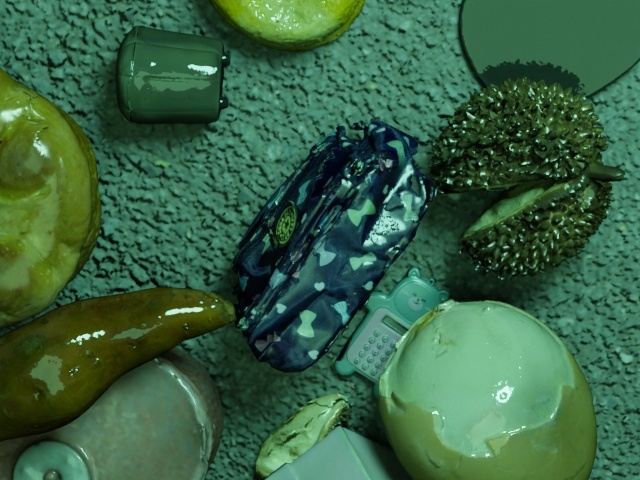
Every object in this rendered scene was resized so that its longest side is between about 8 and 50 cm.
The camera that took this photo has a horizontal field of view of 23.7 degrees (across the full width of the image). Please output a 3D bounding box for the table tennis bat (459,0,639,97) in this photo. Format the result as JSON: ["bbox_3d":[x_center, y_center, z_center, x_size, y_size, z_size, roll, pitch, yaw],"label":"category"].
[{"bbox_3d":[0.273,-0.248,1.468,0.301,0.022,0.173,-35,99,12],"label":"table tennis bat"}]

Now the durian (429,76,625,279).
[{"bbox_3d":[0.201,-0.058,1.441,0.196,0.167,0.196,21,140,18],"label":"durian"}]

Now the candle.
[{"bbox_3d":[-0.270,0.224,1.575,0.287,0.131,0.317,32,94,2],"label":"candle"}]

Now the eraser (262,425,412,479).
[{"bbox_3d":[-0.042,0.309,1.563,0.287,0.130,0.086,-38,57,15],"label":"eraser"}]

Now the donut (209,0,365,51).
[{"bbox_3d":[-0.038,-0.264,1.462,0.178,0.065,0.162,42,103,-6],"label":"donut"}]

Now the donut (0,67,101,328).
[{"bbox_3d":[-0.374,-0.040,1.483,0.317,0.150,0.299,32,97,3],"label":"donut"}]

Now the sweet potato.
[{"bbox_3d":[-0.258,0.124,1.454,0.359,0.112,0.112,-30,100,9],"label":"sweet potato"}]

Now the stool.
[{"bbox_3d":[-0.143,-0.159,1.484,0.110,0.096,0.096,5,104,-3],"label":"stool"}]

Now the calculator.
[{"bbox_3d":[0.077,0.095,1.570,0.094,0.019,0.141,33,104,-2],"label":"calculator"}]

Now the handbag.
[{"bbox_3d":[0.000,0.000,1.483,0.113,0.162,0.260,31,105,-18],"label":"handbag"}]

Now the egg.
[{"bbox_3d":[0.171,0.179,1.494,0.201,0.201,0.244,-26,116,10],"label":"egg"}]

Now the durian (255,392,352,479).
[{"bbox_3d":[-0.010,0.215,1.604,0.130,0.052,0.066,-40,60,9],"label":"durian"}]
